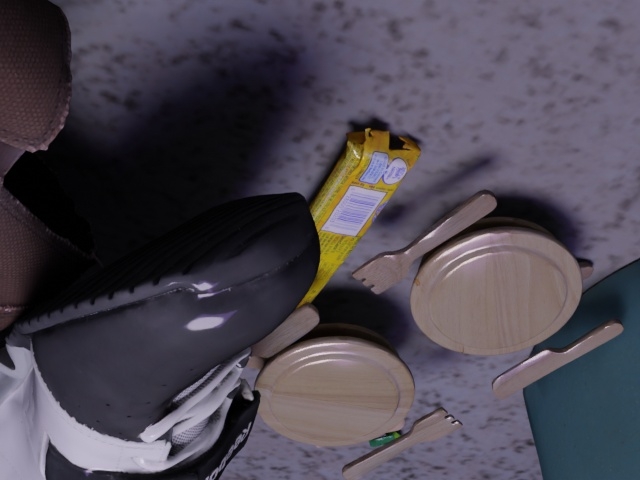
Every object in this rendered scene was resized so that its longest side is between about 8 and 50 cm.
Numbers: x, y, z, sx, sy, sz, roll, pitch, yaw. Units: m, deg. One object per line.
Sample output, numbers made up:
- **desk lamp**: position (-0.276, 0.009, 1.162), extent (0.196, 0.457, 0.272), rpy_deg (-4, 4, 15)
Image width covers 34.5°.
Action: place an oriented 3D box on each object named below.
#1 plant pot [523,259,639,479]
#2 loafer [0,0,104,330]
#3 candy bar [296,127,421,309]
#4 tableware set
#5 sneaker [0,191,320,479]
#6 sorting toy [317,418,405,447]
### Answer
- **plant pot**: position (0.266, 0.168, 0.540), extent (0.292, 0.235, 0.293), rpy_deg (1, 140, 1)
- **loafer**: position (-0.162, -0.083, 0.370), extent (0.130, 0.134, 0.366), rpy_deg (-21, 152, -13)
- **candy bar**: position (0.000, 0.000, 0.519), extent (0.040, 0.018, 0.161), rpy_deg (9, 141, -23)
- **tableware set**: position (0.047, 0.047, 0.545), extent (0.194, 0.039, 0.128), rpy_deg (-34, 124, 24)
- **sneaker**: position (-0.080, 0.084, 0.485), extent (0.330, 0.122, 0.146), rpy_deg (-32, 89, 52)
- **sorting toy**: position (0.021, 0.115, 0.659), extent (0.062, 0.012, 0.083), rpy_deg (-18, 133, 15)
